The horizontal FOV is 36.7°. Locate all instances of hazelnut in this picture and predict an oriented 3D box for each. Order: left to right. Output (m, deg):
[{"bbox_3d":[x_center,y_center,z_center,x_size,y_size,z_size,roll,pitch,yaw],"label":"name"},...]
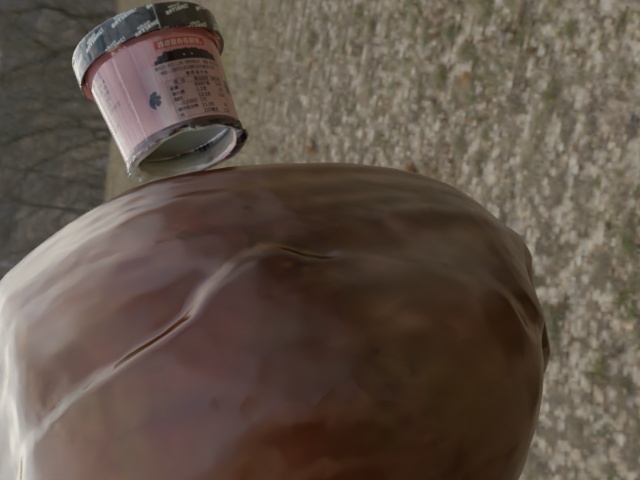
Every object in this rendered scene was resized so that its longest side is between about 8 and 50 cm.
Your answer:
[{"bbox_3d":[-0.032,0.101,0.591,0.315,0.372,0.372,57,170,-17],"label":"hazelnut"}]

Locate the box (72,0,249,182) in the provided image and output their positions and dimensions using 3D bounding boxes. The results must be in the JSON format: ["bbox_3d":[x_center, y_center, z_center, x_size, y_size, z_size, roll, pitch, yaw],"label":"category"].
[{"bbox_3d":[-0.151,-0.139,0.952,0.135,0.151,0.151,66,153,14],"label":"box"}]
